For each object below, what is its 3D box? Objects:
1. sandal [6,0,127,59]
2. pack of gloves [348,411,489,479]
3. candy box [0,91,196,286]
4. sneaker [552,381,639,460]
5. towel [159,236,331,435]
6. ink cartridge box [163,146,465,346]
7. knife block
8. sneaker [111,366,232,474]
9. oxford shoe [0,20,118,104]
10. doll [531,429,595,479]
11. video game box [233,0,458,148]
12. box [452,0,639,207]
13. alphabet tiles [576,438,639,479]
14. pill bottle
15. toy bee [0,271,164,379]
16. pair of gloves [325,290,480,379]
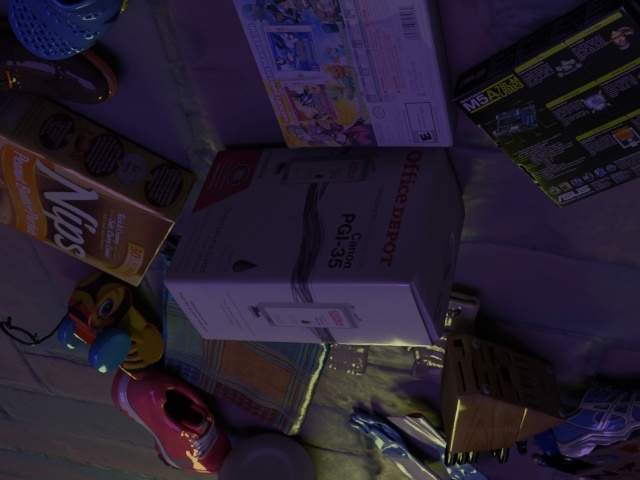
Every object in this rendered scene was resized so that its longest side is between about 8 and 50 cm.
[{"bbox_3d":[-0.219,-0.259,0.781,0.126,0.138,0.317,32,142,-20],"label":"sandal"},{"bbox_3d":[0.172,0.345,1.459,0.195,0.046,0.232,-9,133,48],"label":"pack of gloves"},{"bbox_3d":[-0.339,-0.078,1.092,0.316,0.087,0.183,28,142,-11],"label":"candy box"},{"bbox_3d":[0.409,0.230,1.167,0.211,0.080,0.081,-30,79,25],"label":"sneaker"},{"bbox_3d":[-0.126,0.166,1.313,0.271,0.040,0.370,26,144,9],"label":"towel"},{"bbox_3d":[0.000,0.000,0.950,0.283,0.207,0.117,-1,140,23],"label":"ink cartridge box"},{"bbox_3d":[0.206,0.245,1.210,0.276,0.088,0.242,22,136,-36],"label":"knife block"},{"bbox_3d":[-0.238,0.334,1.514,0.136,0.116,0.314,5,144,41],"label":"sneaker"},{"bbox_3d":[-0.363,-0.191,0.953,0.271,0.098,0.097,15,143,4],"label":"oxford shoe"},{"bbox_3d":[0.388,0.330,1.329,0.129,0.046,0.189,-7,135,31],"label":"doll"},{"bbox_3d":[0.030,-0.179,0.847,0.187,0.048,0.205,1,139,19],"label":"video game box"},{"bbox_3d":[0.257,-0.127,0.820,0.184,0.045,0.191,41,138,-23],"label":"box"},{"bbox_3d":[0.553,0.315,1.224,0.285,0.011,0.342,21,145,-22],"label":"alphabet tiles"},{"bbox_3d":[-0.093,0.520,1.657,0.182,0.181,0.323,11,142,10],"label":"pill bottle"},{"bbox_3d":[-0.314,0.115,1.287,0.195,0.162,0.298,32,175,7],"label":"toy bee"},{"bbox_3d":[0.103,0.123,1.197,0.240,0.042,0.204,5,137,14],"label":"pair of gloves"}]
